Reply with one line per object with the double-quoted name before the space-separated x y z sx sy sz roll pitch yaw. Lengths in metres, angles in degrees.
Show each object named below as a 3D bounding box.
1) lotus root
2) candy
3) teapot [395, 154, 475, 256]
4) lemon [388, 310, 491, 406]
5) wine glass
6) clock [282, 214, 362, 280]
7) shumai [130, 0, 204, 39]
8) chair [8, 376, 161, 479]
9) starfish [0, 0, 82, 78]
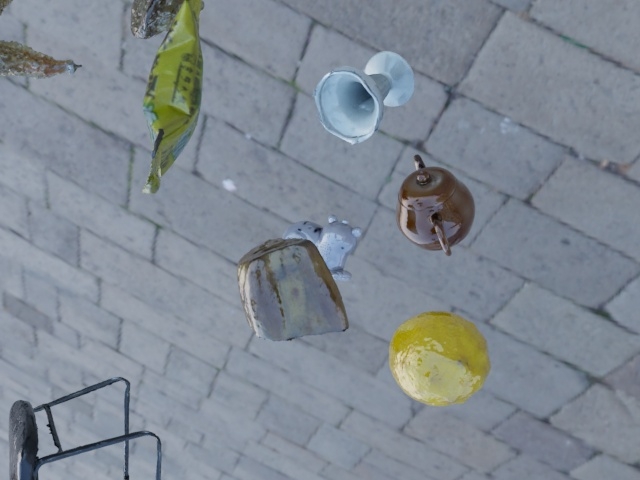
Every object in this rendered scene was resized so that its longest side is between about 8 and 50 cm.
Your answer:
"lotus root" -0.055 0.068 1.238 0.159 0.095 0.135 5 122 38
"candy" -0.206 -0.217 1.329 0.081 0.297 0.187 14 161 -4
"teapot" 0.152 -0.049 1.256 0.116 0.173 0.116 -4 132 -4
"lemon" 0.137 0.138 1.083 0.114 0.114 0.155 32 174 -8
"wine glass" 0.104 -0.313 1.974 0.165 0.196 0.165 19 125 30
"clock" 0.000 0.000 1.864 0.176 0.117 0.080 22 -173 35
"shumai" -0.297 -0.427 1.713 0.123 0.139 0.105 1 136 53
"chair" -0.269 0.223 0.837 0.221 0.145 0.140 -3 -165 -23
"starfish" -0.374 -0.187 0.882 0.084 0.293 0.301 41 153 38
